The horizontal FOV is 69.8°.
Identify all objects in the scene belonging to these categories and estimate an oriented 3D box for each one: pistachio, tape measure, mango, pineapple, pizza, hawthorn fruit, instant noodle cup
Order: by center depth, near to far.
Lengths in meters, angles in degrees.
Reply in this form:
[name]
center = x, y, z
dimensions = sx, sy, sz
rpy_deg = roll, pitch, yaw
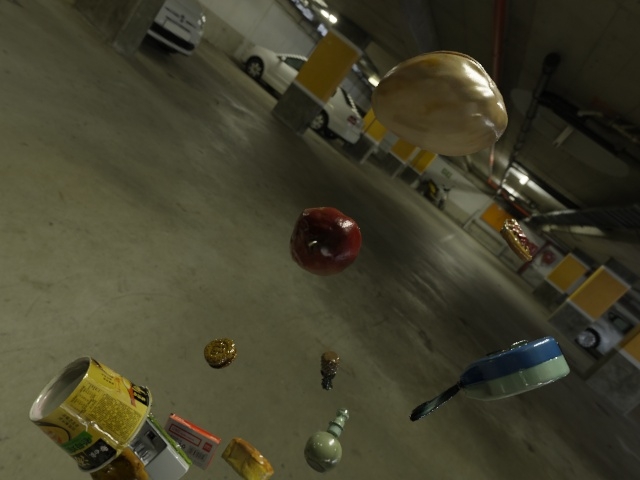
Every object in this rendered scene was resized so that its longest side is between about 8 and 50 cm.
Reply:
[instant noodle cup]
center = -0.364, 0.264, 0.720
dimensions = 0.122, 0.151, 0.151
rpy_deg = 51, 8, -28
[tape measure]
center = 0.369, 0.297, 0.995
dimensions = 0.351, 0.215, 0.098
rpy_deg = -12, 70, -26
[pistachio]
center = 0.277, -0.316, 1.059
dimensions = 0.308, 0.230, 0.230
rpy_deg = 17, 6, 23
[hawthorn fruit]
center = 0.000, 0.000, 1.161
dimensions = 0.189, 0.189, 0.251
rpy_deg = 43, 7, 15
[mango]
center = -0.655, 0.749, 1.482
dimensions = 0.249, 0.155, 0.151
rpy_deg = 68, 10, -57
[pineapple]
center = 0.030, 0.479, 1.668
dimensions = 0.074, 0.159, 0.074
rpy_deg = 5, 29, -3
[pizza]
center = 0.741, -0.028, 1.742
dimensions = 0.188, 0.062, 0.199
rpy_deg = 43, 34, -26

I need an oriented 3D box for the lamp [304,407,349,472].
[lamp]
center = 0.025, 0.483, 1.129
dimensions = 0.091, 0.091, 0.163
rpy_deg = 39, 47, 0

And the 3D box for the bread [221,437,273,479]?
[bread]
center = -0.249, 0.759, 1.576
dimensions = 0.102, 0.094, 0.245
rpy_deg = 47, -25, -23

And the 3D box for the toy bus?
[toy bus]
center = -0.535, 0.630, 1.429
dimensions = 0.302, 0.113, 0.139
rpy_deg = 49, -18, 0

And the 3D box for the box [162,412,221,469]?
[box]
center = -0.514, 0.780, 1.783
dimensions = 0.229, 0.123, 0.050
rpy_deg = 27, -2, 2

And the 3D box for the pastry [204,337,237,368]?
[pastry]
center = -0.305, 0.343, 1.396
dimensions = 0.109, 0.097, 0.057
rpy_deg = -102, -178, -56
